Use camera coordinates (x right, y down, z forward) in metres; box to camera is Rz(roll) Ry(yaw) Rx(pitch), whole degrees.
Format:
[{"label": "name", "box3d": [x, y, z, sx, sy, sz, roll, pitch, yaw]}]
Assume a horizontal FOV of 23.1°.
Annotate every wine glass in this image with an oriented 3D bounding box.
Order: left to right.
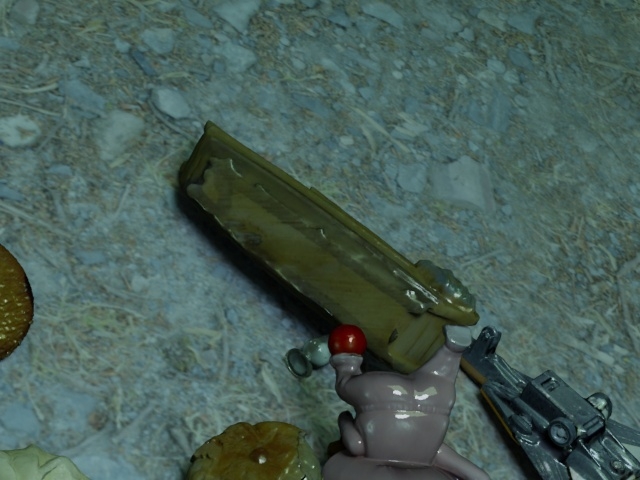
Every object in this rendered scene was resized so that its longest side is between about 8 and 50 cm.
[{"label": "wine glass", "box3d": [0.000, 0.134, 1.863, 0.042, 0.038, 0.083, 8, 19, 40]}]

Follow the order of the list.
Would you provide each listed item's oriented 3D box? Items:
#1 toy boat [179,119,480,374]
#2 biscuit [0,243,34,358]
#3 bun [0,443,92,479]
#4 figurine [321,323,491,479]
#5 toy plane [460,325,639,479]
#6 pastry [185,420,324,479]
[{"label": "toy boat", "box3d": [0.000, 0.000, 1.916, 0.445, 0.136, 0.162, 37, 16, 18]}, {"label": "biscuit", "box3d": [-0.375, 0.061, 1.713, 0.126, 0.025, 0.206, 5, 48, -28]}, {"label": "bun", "box3d": [-0.286, 0.294, 1.426, 0.259, 0.160, 0.259, 15, 43, -14]}, {"label": "figurine", "box3d": [0.083, 0.232, 1.696, 0.176, 0.186, 0.287, 1, 83, -20]}, {"label": "toy plane", "box3d": [0.262, 0.193, 1.914, 0.204, 0.103, 0.316, -23, 63, -44]}, {"label": "pastry", "box3d": [-0.068, 0.253, 1.644, 0.153, 0.081, 0.153, -9, 42, 8]}]
